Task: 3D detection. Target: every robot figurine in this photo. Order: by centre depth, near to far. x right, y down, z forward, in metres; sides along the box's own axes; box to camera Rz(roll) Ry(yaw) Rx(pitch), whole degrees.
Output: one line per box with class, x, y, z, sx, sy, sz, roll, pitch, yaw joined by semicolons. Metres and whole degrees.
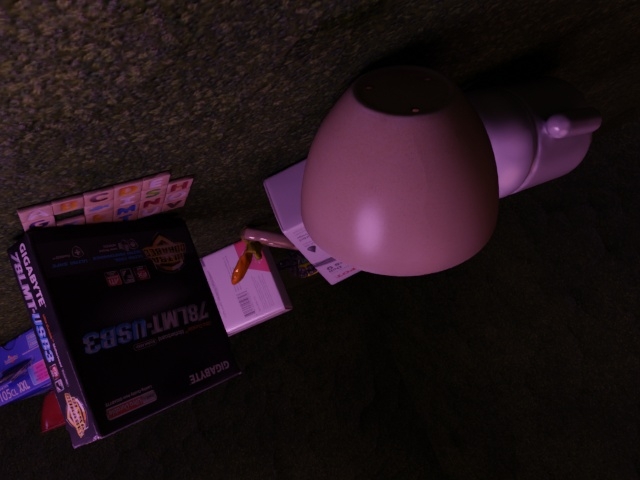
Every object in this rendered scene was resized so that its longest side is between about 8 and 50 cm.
robot figurine;0.356;-0.192;1.040;0.353;0.200;0.300;-19;-175;-32

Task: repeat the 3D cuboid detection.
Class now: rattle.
rattle;-0.090;0.041;1.284;0.199;0.143;0.130;14;158;-15

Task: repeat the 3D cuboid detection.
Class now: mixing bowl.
mixing bowl;-0.666;0.432;1.494;0.181;0.098;0.181;-23;171;-4

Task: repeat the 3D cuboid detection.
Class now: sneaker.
sneaker;0.055;0.019;1.879;0.343;0.134;0.146;-17;-179;24

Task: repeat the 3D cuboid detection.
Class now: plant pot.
plant pot;0.109;-0.120;0.754;0.284;0.284;0.191;-21;137;-18

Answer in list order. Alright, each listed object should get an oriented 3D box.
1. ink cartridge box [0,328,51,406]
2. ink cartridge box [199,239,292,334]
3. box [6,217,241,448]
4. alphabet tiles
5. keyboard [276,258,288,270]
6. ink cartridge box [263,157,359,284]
ink cartridge box;-0.701;0.310;1.505;0.270;0.151;0.395;-27;169;21
ink cartridge box;-0.244;0.136;1.437;0.282;0.207;0.117;-23;170;4
box;-0.284;0.118;0.862;0.073;0.294;0.295;-29;170;31
alphabet tiles;-0.310;-0.042;0.831;0.237;0.009;0.198;-19;170;-25
keyboard;-0.017;0.049;2.116;0.317;0.033;0.201;-20;171;-27
ink cartridge box;0.051;-0.050;1.069;0.211;0.122;0.289;-27;152;7
